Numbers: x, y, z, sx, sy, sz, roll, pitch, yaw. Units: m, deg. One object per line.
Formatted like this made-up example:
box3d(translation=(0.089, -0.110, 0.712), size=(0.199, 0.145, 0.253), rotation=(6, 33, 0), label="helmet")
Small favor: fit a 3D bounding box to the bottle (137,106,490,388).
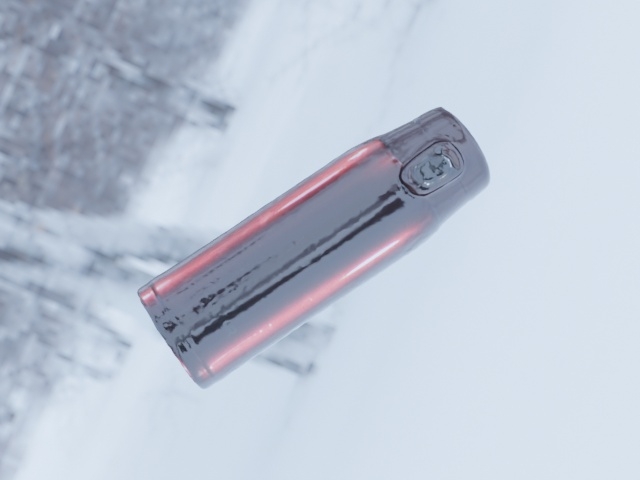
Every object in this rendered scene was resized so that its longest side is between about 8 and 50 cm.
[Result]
box3d(translation=(0.000, 0.000, 0.881), size=(0.164, 0.060, 0.060), rotation=(-34, 7, -2), label="bottle")
